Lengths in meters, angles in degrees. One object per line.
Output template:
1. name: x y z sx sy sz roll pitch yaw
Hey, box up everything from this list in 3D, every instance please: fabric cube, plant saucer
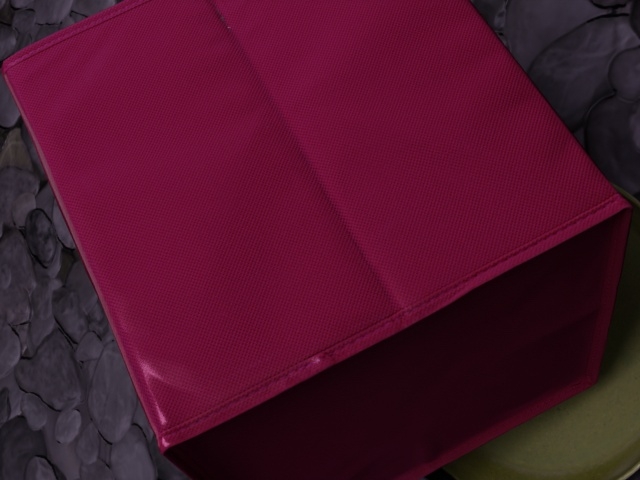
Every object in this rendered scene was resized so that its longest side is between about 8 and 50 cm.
1. fabric cube: 0.000 0.000 0.634 0.259 0.254 0.258 -27 62 -5
2. plant saucer: 0.155 0.067 0.740 0.241 0.037 0.241 -9 76 38

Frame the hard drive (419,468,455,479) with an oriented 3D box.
1. hard drive: 0.069 0.229 0.766 0.094 0.022 0.135 33 120 38
